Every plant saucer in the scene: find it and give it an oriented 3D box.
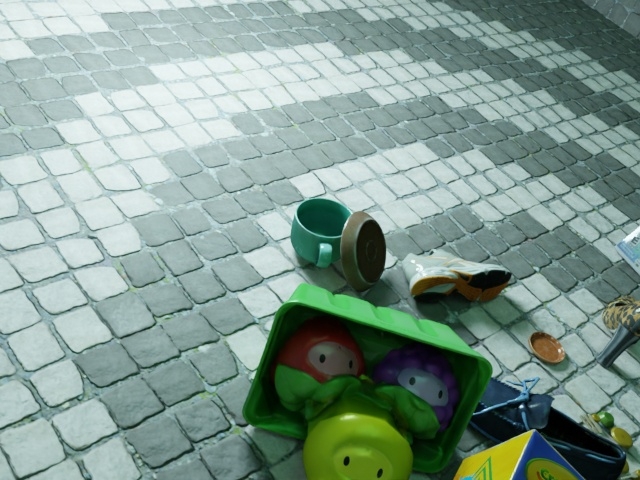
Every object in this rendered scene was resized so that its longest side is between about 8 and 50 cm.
[{"bbox_3d":[0.095,0.022,1.567,0.029,0.169,0.168,-3,27,32],"label":"plant saucer"},{"bbox_3d":[0.484,0.232,1.627,0.083,0.013,0.084,14,41,-12],"label":"plant saucer"}]

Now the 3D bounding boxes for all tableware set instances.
[{"bbox_3d":[0.571,0.401,1.475,0.104,0.024,0.154,0,43,-30],"label":"tableware set"}]

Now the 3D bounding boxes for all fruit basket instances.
[{"bbox_3d":[0.068,0.270,1.213,0.391,0.283,0.392,17,22,-7],"label":"fruit basket"}]

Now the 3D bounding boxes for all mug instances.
[{"bbox_3d":[-0.005,-0.006,1.585,0.129,0.097,0.158,29,42,16],"label":"mug"}]

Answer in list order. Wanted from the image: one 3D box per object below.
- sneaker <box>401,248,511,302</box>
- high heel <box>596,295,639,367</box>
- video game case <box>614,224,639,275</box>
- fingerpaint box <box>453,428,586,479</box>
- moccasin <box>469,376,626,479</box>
[{"bbox_3d":[0.298,0.063,1.666,0.262,0.099,0.121,2,39,-26],"label":"sneaker"},{"bbox_3d":[0.706,0.153,1.685,0.093,0.186,0.261,33,40,11],"label":"high heel"},{"bbox_3d":[0.952,0.035,1.870,0.036,0.300,0.329,24,27,-51],"label":"video game case"},{"bbox_3d":[0.316,0.535,0.951,0.445,0.163,0.371,46,46,-1],"label":"fingerpaint box"},{"bbox_3d":[0.401,0.324,1.402,0.341,0.117,0.138,28,40,6],"label":"moccasin"}]
